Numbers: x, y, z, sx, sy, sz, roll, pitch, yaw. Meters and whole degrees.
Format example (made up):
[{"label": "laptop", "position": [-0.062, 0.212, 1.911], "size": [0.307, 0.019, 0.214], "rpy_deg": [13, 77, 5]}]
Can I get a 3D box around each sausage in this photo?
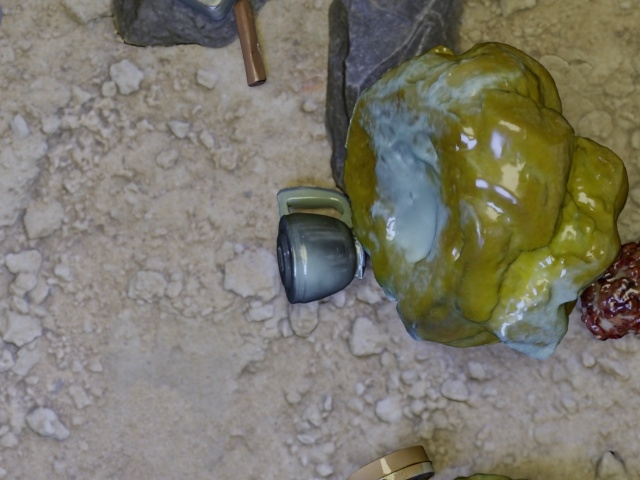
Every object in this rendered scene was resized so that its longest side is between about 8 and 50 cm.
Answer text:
[{"label": "sausage", "position": [-0.092, -0.254, 1.935], "size": [0.026, 0.026, 0.116], "rpy_deg": [-13, 78, 4]}]

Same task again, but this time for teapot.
[{"label": "teapot", "position": [0.000, 0.010, 1.854], "size": [0.108, 0.149, 0.111], "rpy_deg": [-5, 118, -10]}]

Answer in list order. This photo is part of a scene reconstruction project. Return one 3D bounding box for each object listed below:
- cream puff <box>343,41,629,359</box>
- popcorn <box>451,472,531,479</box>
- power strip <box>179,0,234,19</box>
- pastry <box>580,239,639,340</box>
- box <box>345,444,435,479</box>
[{"label": "cream puff", "position": [0.205, -0.052, 1.729], "size": [0.275, 0.378, 0.378], "rpy_deg": [-11, 77, -28]}, {"label": "popcorn", "position": [0.185, 0.401, 1.658], "size": [0.334, 0.292, 0.294], "rpy_deg": [-29, 73, -4]}, {"label": "power strip", "position": [-0.097, -0.427, 1.953], "size": [0.093, 0.053, 0.288], "rpy_deg": [28, 85, 11]}, {"label": "pastry", "position": [0.408, 0.049, 1.794], "size": [0.208, 0.097, 0.115], "rpy_deg": [-17, 68, 5]}, {"label": "box", "position": [0.082, 0.279, 1.780], "size": [0.105, 0.105, 0.037], "rpy_deg": [-26, 73, 1]}]
